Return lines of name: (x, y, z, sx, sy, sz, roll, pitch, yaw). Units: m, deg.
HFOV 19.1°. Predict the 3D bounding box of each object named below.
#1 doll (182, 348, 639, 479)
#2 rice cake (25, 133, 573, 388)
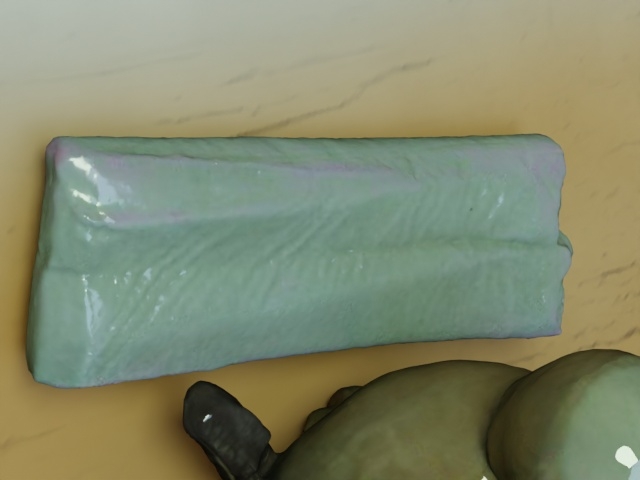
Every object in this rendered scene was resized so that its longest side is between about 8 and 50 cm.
doll: (0.065, 0.167, 0.695, 0.235, 0.174, 0.330, -34, 130, -18)
rice cake: (0.001, 0.001, 0.659, 0.222, 0.042, 0.080, -3, 105, -35)
